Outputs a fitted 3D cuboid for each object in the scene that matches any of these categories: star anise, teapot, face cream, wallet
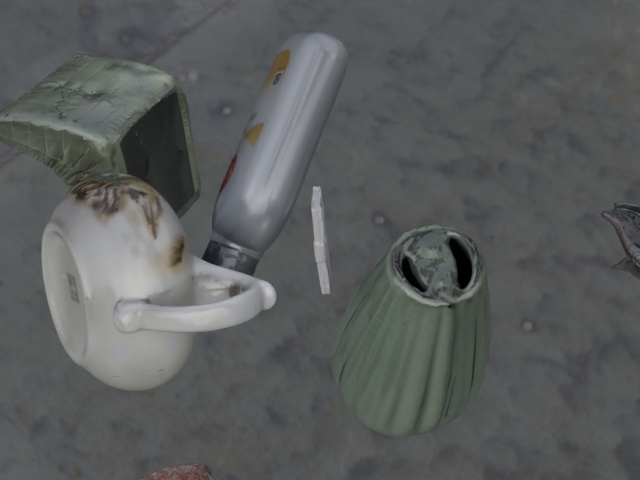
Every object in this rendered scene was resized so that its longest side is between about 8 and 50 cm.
[{"bbox_3d":[0.374,0.027,0.959,0.061,0.180,0.204,-39,55,-16],"label":"star anise"},{"bbox_3d":[-0.168,0.039,0.876,0.139,0.204,0.298,-10,20,-31],"label":"teapot"},{"bbox_3d":[-0.056,-0.061,0.937,0.071,0.144,0.291,23,84,-13],"label":"face cream"},{"bbox_3d":[0.000,0.000,0.781,0.011,0.083,0.044,-5,29,3],"label":"wallet"}]

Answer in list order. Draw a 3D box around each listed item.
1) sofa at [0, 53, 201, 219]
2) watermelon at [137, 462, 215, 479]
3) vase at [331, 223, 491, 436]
[{"bbox_3d":[-0.279,-0.096,1.217,0.176,0.225,0.210,10,41,20],"label":"sofa"},{"bbox_3d":[-0.147,0.286,0.843,0.207,0.136,0.202,-2,64,22],"label":"watermelon"},{"bbox_3d":[0.074,0.069,0.734,0.128,0.248,0.128,1,63,-1],"label":"vase"}]
